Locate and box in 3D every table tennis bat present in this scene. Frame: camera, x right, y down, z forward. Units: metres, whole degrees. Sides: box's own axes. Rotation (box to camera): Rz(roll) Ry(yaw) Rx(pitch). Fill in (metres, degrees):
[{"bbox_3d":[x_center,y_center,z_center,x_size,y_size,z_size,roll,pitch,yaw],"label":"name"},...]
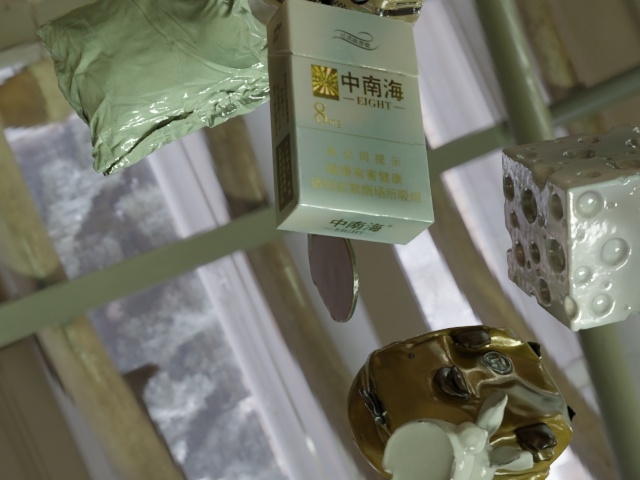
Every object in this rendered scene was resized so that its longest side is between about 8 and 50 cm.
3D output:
[{"bbox_3d":[0.000,0.000,1.560,0.022,0.234,0.131,-7,137,-20],"label":"table tennis bat"}]

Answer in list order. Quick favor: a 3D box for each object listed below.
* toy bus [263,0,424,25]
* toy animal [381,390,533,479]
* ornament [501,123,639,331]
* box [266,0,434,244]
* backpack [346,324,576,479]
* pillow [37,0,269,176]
[{"bbox_3d":[0.032,-0.428,2.176,0.139,0.289,0.157,-18,133,-47],"label":"toy bus"},{"bbox_3d":[0.190,0.304,1.758,0.193,0.127,0.178,7,137,-48],"label":"toy animal"},{"bbox_3d":[0.448,-0.026,1.979,0.239,0.240,0.239,-12,-157,-13],"label":"ornament"},{"bbox_3d":[0.027,-0.124,1.290,0.155,0.243,0.067,7,154,-26],"label":"box"},{"bbox_3d":[0.240,0.290,2.130,0.378,0.353,0.201,-8,135,-24],"label":"backpack"},{"bbox_3d":[-0.205,-0.246,1.677,0.310,0.283,0.138,-25,148,0],"label":"pillow"}]
